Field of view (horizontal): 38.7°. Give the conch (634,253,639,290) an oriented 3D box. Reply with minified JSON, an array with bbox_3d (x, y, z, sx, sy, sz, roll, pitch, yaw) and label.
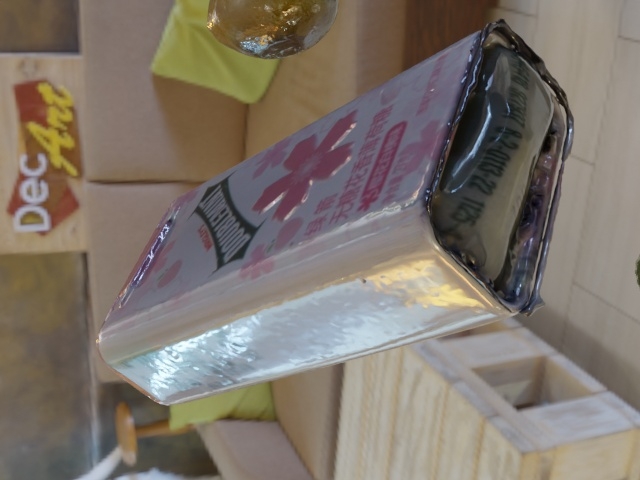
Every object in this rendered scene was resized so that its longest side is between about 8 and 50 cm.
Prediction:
[{"bbox_3d":[0.402,0.011,0.851,0.200,0.131,0.172,36,147,4],"label":"conch"}]

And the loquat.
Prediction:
[{"bbox_3d":[-0.069,-0.318,1.238,0.195,0.152,0.152,-23,68,20],"label":"loquat"}]

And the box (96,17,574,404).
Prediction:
[{"bbox_3d":[0.000,0.000,0.654,0.370,0.112,0.190,-20,38,44],"label":"box"}]
